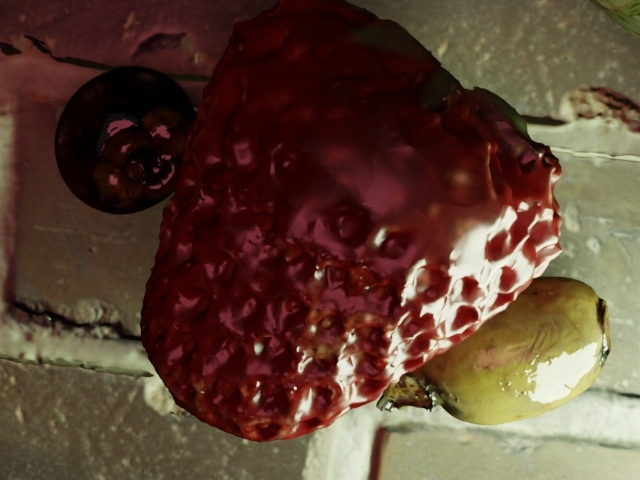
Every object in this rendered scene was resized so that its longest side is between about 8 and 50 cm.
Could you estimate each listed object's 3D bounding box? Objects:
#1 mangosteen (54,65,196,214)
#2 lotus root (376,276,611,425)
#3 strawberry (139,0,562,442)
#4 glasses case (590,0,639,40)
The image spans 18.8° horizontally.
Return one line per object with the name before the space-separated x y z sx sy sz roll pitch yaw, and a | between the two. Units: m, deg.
mangosteen | -0.160 -0.079 1.633 0.140 0.140 0.140 0 103 -1
lotus root | 0.151 0.100 1.693 0.221 0.118 0.125 -16 86 0
strawberry | 0.000 0.000 1.560 0.317 0.295 0.345 40 80 -23
glasses case | 0.203 -0.316 1.602 0.425 0.098 0.156 37 89 -9
